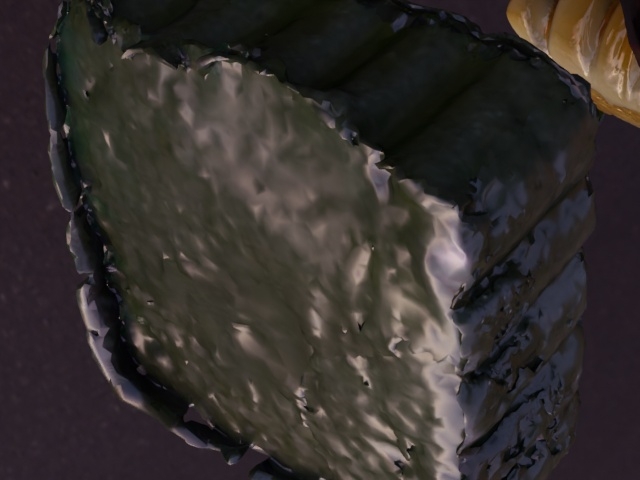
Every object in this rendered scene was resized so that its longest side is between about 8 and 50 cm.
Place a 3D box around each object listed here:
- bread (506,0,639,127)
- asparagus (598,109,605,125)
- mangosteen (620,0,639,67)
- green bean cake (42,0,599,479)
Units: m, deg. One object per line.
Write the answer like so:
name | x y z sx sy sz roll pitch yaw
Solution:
bread | 0.302 -0.127 1.099 0.173 0.311 0.121 26 92 -54
asparagus | 0.251 -0.226 1.345 0.080 0.080 0.287 -12 102 -26
mangosteen | 0.193 -0.089 0.516 0.173 0.184 0.172 -13 153 -7
green bean cake | 0.000 0.000 0.660 0.132 0.241 0.255 -40 140 -33
